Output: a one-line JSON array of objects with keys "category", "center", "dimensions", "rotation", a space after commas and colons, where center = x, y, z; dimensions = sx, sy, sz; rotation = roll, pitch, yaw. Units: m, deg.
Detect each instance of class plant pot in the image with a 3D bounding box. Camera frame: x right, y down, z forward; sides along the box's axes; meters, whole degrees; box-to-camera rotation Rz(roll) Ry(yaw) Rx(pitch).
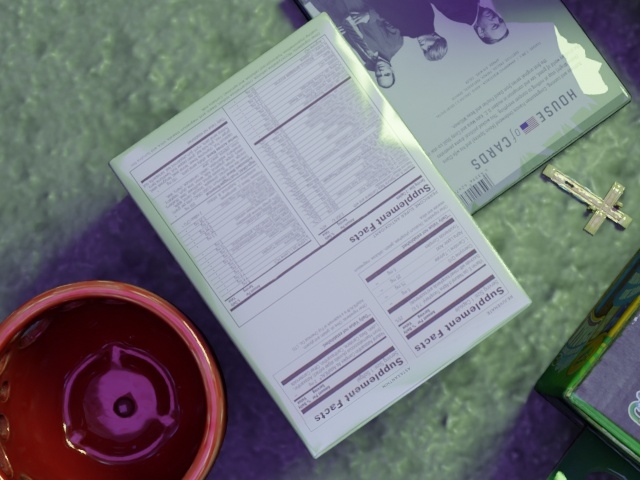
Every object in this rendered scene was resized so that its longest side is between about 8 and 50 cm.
[{"category": "plant pot", "center": [-0.164, 0.127, 1.340], "dimensions": [0.191, 0.174, 0.191], "rotation": [0, 88, 0]}]

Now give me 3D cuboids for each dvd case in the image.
[{"category": "dvd case", "center": [0.115, -0.160, 1.427], "dimensions": [0.179, 0.029, 0.239], "rotation": [-35, 88, -2]}]

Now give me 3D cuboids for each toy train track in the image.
[{"category": "toy train track", "center": [0.221, -0.037, 1.427], "dimensions": [0.083, 0.014, 0.048], "rotation": [34, 87, 3]}]

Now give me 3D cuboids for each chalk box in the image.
[{"category": "chalk box", "center": [0.290, 0.109, 1.338], "dimensions": [0.180, 0.179, 0.289], "rotation": [39, 89, 1]}]

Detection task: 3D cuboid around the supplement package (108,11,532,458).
[{"category": "supplement package", "center": [0.000, 0.000, 1.333], "dimensions": [0.198, 0.199, 0.263], "rotation": [-35, 87, -1]}]
